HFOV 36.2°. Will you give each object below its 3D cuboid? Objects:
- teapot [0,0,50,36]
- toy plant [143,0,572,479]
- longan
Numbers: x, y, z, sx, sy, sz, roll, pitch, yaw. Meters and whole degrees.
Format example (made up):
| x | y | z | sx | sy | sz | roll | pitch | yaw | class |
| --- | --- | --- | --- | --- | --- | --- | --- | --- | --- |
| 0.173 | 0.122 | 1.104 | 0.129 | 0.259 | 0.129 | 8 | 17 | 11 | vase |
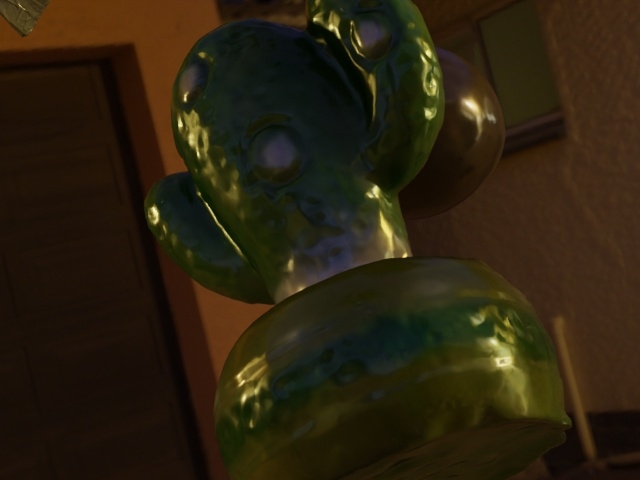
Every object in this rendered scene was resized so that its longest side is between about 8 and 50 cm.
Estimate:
| x | y | z | sx | sy | sz | roll | pitch | yaw | class |
| --- | --- | --- | --- | --- | --- | --- | --- | --- | --- |
| -0.263 | -0.236 | 0.892 | 0.083 | 0.067 | 0.057 | -40 | -24 | 4 | teapot |
| 0.000 | 0.000 | 0.576 | 0.224 | 0.316 | 0.184 | -34 | -30 | 27 | toy plant |
| 0.066 | -0.100 | 0.894 | 0.204 | 0.159 | 0.185 | 1 | 15 | 19 | longan |
